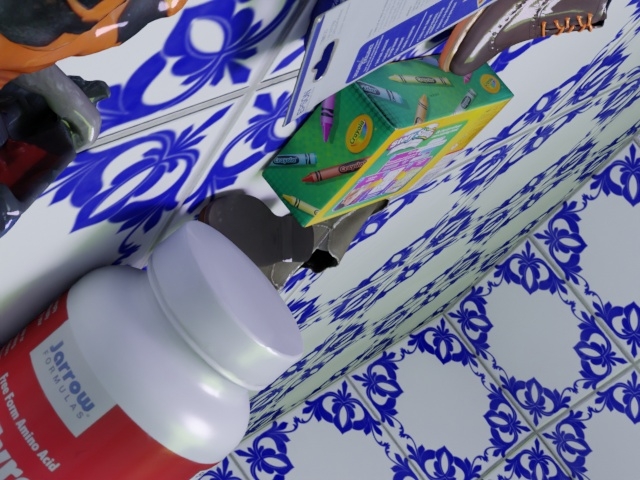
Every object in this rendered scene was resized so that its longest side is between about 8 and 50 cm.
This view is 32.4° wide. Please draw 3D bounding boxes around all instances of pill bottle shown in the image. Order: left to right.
[{"bbox_3d":[-0.223,0.174,1.102,0.408,0.229,0.229,-40,168,12],"label":"pill bottle"}]

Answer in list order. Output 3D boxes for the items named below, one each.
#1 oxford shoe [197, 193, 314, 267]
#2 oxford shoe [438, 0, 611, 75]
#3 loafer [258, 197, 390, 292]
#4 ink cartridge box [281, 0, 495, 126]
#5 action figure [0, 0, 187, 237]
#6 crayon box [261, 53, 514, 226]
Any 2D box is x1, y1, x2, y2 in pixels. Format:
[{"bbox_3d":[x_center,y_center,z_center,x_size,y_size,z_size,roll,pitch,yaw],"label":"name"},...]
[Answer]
[{"bbox_3d":[-0.085,-0.005,1.227,0.076,0.076,0.212,0,172,25],"label":"oxford shoe"},{"bbox_3d":[0.246,-0.252,1.157,0.271,0.098,0.097,-39,168,5],"label":"oxford shoe"},{"bbox_3d":[0.000,0.000,1.423,0.251,0.087,0.094,-32,167,-25],"label":"loafer"},{"bbox_3d":[0.093,-0.227,0.903,0.333,0.065,0.165,-34,168,-24],"label":"ink cartridge box"},{"bbox_3d":[-0.160,-0.112,0.533,0.330,0.178,0.341,-32,-164,7],"label":"action figure"},{"bbox_3d":[0.082,-0.120,1.227,0.165,0.081,0.278,-46,165,35],"label":"crayon box"}]
